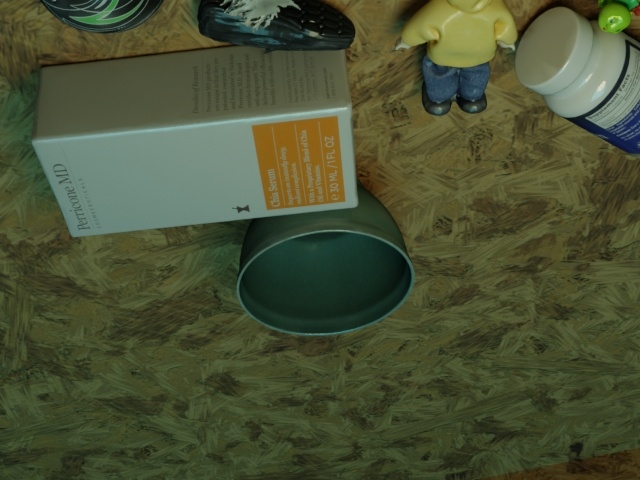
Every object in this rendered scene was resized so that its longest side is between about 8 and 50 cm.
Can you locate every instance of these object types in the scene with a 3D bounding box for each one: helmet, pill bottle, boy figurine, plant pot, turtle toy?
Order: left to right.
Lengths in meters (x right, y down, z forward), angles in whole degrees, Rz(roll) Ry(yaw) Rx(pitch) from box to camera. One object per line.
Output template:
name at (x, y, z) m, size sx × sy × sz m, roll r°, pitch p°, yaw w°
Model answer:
helmet at (-0.276, -0.342, 1.329) m, size 0.169 × 0.169 × 0.161 m, roll 16°, pitch 121°, yaw -25°
plant pot at (0.000, 0.000, 1.773) m, size 0.293 × 0.196 × 0.293 m, roll -4°, pitch 142°, yaw -3°
boy figurine at (0.194, -0.302, 1.499) m, size 0.177 × 0.092 × 0.285 m, roll -5°, pitch 141°, yaw -1°
pill bottle at (0.426, -0.236, 1.563) m, size 0.264 × 0.153 × 0.153 m, roll 22°, pitch 134°, yaw -30°
turtle toy at (0.432, -0.346, 1.464) m, size 0.130 × 0.066 × 0.095 m, roll -49°, pitch 132°, yaw 4°

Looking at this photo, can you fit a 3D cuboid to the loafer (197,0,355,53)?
loafer at (-0.063, -0.302, 1.483) m, size 0.223 × 0.076 × 0.078 m, roll 8°, pitch 145°, yaw -10°

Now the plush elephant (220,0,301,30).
plush elephant at (0.012, -0.414, 1.228) m, size 0.330 × 0.255 × 0.272 m, roll -25°, pitch 148°, yaw 11°

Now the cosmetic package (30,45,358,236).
cosmetic package at (-0.177, -0.154, 1.583) m, size 0.453 × 0.161 × 0.230 m, roll -6°, pitch 142°, yaw 2°
